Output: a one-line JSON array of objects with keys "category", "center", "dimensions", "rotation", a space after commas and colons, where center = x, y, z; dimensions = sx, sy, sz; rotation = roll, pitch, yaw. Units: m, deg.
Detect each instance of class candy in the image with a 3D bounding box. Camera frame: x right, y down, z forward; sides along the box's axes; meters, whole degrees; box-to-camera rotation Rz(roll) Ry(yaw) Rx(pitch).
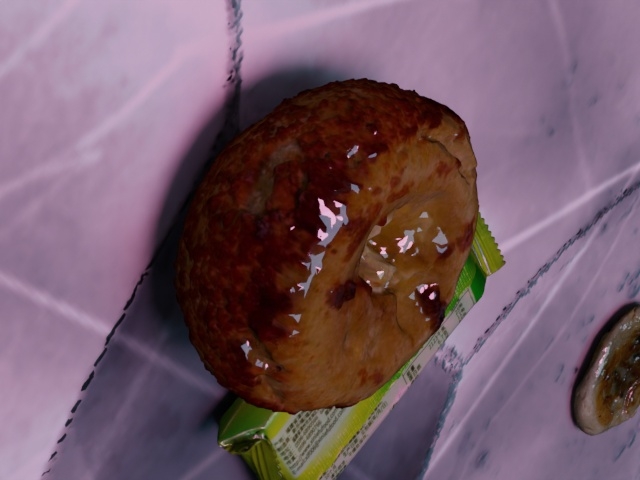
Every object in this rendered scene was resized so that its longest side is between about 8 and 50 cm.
[{"category": "candy", "center": [0.021, 0.048, 0.863], "dimensions": [0.178, 0.032, 0.102], "rotation": [-51, 147, -17]}]

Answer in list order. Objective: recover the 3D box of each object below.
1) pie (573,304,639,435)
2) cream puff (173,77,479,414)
[{"category": "pie", "center": [0.175, 0.077, 1.088], "dimensions": [0.085, 0.017, 0.085], "rotation": [-29, 133, -37]}, {"category": "cream puff", "center": [0.000, 0.000, 0.761], "dimensions": [0.149, 0.084, 0.149], "rotation": [-35, 140, -35]}]
